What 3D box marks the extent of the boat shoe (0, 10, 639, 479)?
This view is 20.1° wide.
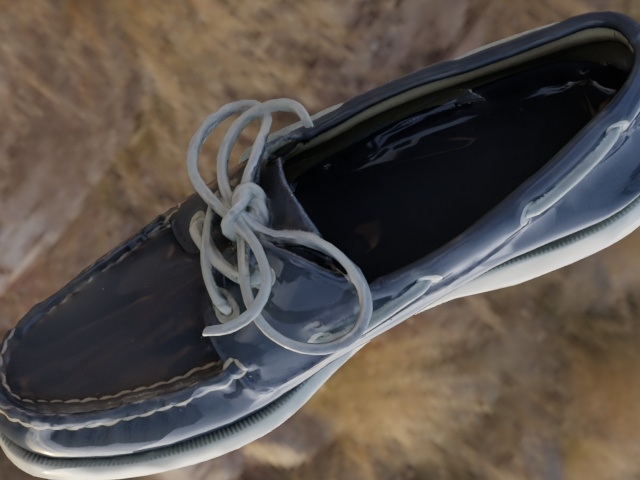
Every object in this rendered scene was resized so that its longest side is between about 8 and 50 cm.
[{"bbox_3d":[0.000,0.000,0.601,0.255,0.095,0.079,-21,150,0],"label":"boat shoe"}]
